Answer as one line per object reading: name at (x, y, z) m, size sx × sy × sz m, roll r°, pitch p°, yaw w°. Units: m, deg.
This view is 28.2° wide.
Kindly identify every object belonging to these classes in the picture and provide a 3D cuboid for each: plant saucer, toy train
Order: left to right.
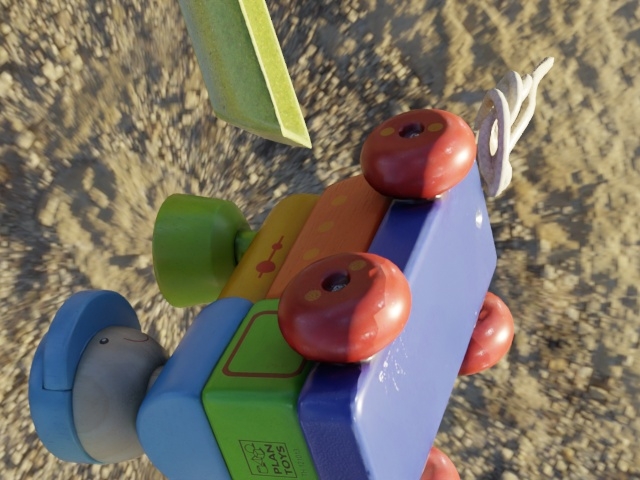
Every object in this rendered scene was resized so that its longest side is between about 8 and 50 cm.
plant saucer at (-0.064, -0.152, 0.911) m, size 0.045 × 0.188 × 0.188 m, roll -18°, pitch 90°, yaw 6°
toy train at (0.000, 0.000, 0.503) m, size 0.143 × 0.248 × 0.105 m, roll 0°, pitch 127°, yaw 23°
